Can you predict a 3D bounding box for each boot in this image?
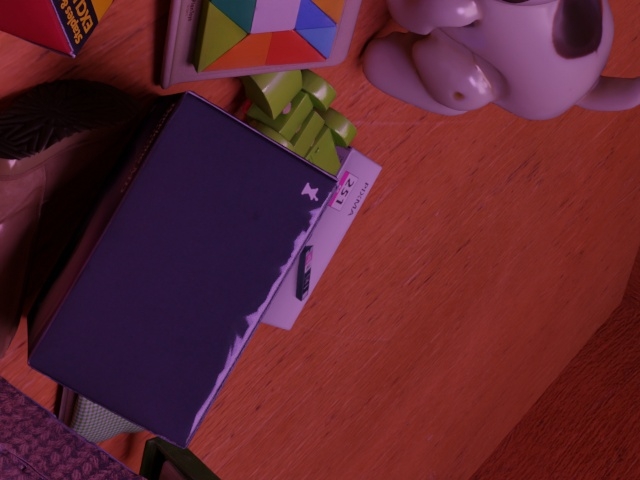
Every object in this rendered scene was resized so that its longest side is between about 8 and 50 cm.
[{"bbox_3d":[-0.294,-0.014,1.390,0.236,0.089,0.269,-31,148,-51],"label":"boot"}]

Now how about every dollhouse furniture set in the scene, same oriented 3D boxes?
[{"bbox_3d":[-0.210,0.262,1.733,0.197,0.151,0.301,-16,133,-39],"label":"dollhouse furniture set"}]

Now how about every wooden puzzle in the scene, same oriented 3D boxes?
[{"bbox_3d":[-0.049,-0.253,1.493,0.239,0.044,0.221,-13,144,-24],"label":"wooden puzzle"}]

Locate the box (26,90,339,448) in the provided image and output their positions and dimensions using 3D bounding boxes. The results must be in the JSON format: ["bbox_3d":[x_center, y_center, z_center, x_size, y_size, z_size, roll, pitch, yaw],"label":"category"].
[{"bbox_3d":[-0.152,0.014,1.418,0.296,0.183,0.294,-60,-167,-2],"label":"box"}]

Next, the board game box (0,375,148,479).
[{"bbox_3d":[-0.319,0.338,1.557,0.141,0.232,0.291,-40,149,-38],"label":"board game box"}]

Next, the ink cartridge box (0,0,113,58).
[{"bbox_3d":[-0.239,-0.294,1.041,0.272,0.130,0.309,-61,160,-24],"label":"ink cartridge box"}]

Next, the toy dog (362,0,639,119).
[{"bbox_3d":[0.231,-0.316,1.715,0.284,0.395,0.408,-43,162,-15],"label":"toy dog"}]

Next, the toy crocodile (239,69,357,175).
[{"bbox_3d":[-0.038,-0.140,1.742,0.115,0.105,0.340,-55,161,-7],"label":"toy crocodile"}]

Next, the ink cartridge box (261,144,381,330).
[{"bbox_3d":[0.000,0.000,2.020,0.275,0.060,0.239,-61,156,2],"label":"ink cartridge box"}]
